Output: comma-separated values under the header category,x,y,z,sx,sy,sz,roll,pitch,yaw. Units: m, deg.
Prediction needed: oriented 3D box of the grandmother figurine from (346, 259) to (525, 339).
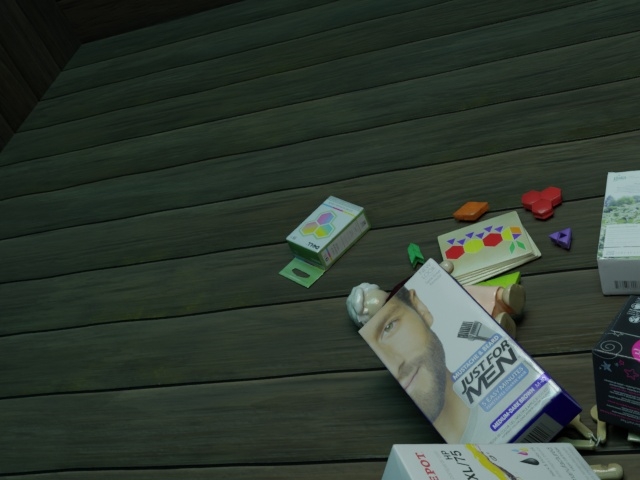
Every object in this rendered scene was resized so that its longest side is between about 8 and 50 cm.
category,x,y,z,sx,sy,sz,roll,pitch,yaw
grandmother figurine,0.193,0.134,1.591,0.342,0.104,0.208,3,48,37

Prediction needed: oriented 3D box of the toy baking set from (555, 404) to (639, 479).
category,x,y,z,sx,sy,sz,roll,pitch,yaw
toy baking set,0.412,0.336,1.274,0.256,0.030,0.197,-40,33,-28

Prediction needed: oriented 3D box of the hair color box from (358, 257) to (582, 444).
category,x,y,z,sx,sy,sz,roll,pitch,yaw
hair color box,0.230,0.206,1.385,0.185,0.110,0.339,-46,45,6

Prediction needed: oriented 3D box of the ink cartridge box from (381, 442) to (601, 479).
category,x,y,z,sx,sy,sz,roll,pitch,yaw
ink cartridge box,0.218,0.389,1.071,0.270,0.197,0.198,4,24,-20

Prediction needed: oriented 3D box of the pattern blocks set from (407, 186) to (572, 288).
category,x,y,z,sx,sy,sz,roll,pitch,yaw
pattern blocks set,0.332,0.015,1.706,0.325,0.026,0.285,-13,38,16

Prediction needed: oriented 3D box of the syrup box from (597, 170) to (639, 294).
category,x,y,z,sx,sy,sz,roll,pitch,yaw
syrup box,0.561,-0.018,1.552,0.093,0.096,0.237,-2,43,26

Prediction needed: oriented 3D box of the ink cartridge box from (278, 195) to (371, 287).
category,x,y,z,sx,sy,sz,roll,pitch,yaw
ink cartridge box,0.000,0.000,1.890,0.209,0.062,0.109,-44,41,-21

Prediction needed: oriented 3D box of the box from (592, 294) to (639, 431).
category,x,y,z,sx,sy,sz,roll,pitch,yaw
box,0.545,0.197,1.248,0.247,0.142,0.163,11,36,38
